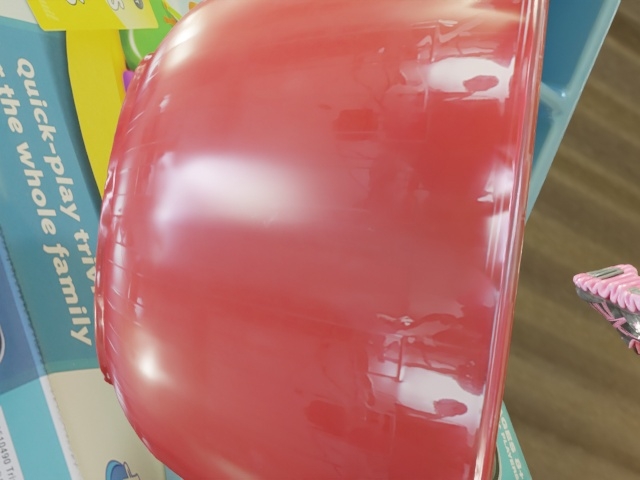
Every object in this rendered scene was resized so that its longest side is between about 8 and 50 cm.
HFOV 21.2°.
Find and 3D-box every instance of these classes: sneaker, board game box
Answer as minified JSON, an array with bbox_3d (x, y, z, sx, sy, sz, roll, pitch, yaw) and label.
[{"bbox_3d":[0.212,0.051,1.182,0.047,0.119,0.057,-14,-75,-14],"label":"sneaker"},{"bbox_3d":[-0.049,0.002,0.623,0.079,0.336,0.254,-24,-101,23],"label":"board game box"}]

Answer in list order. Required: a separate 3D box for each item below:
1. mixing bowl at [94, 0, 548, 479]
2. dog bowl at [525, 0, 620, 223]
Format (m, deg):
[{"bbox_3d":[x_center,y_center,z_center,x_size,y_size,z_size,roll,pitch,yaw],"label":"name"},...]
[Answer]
[{"bbox_3d":[0.000,0.000,0.436,0.098,0.181,0.181,7,-70,4],"label":"mixing bowl"},{"bbox_3d":[0.068,-0.101,0.915,0.166,0.074,0.297,29,-100,-33],"label":"dog bowl"}]
